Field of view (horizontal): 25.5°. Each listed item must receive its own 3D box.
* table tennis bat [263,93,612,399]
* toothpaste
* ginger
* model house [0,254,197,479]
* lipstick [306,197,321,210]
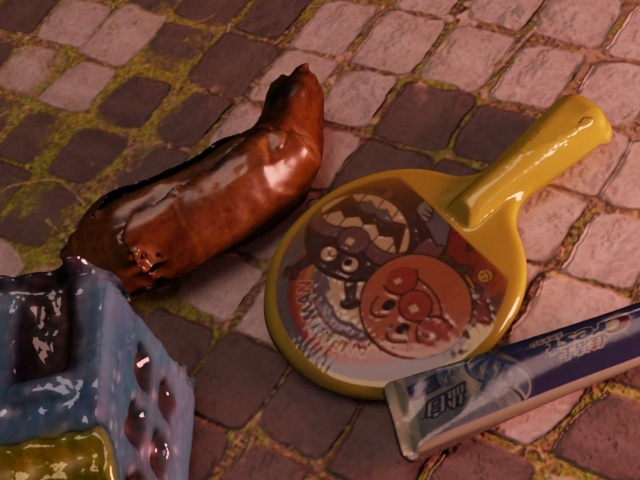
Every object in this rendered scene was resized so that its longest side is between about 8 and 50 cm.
[{"bbox_3d":[0.114,-0.006,1.252,0.368,0.054,0.224,-38,57,-11],"label":"table tennis bat"},{"bbox_3d":[0.182,0.102,1.138,0.268,0.047,0.069,-22,82,7],"label":"toothpaste"},{"bbox_3d":[-0.109,-0.039,1.341,0.309,0.107,0.133,-31,24,-4],"label":"ginger"},{"bbox_3d":[-0.237,0.205,1.121,0.237,0.215,0.303,-13,53,11],"label":"model house"},{"bbox_3d":[0.000,0.000,1.317,0.019,0.019,0.094,-16,48,9],"label":"lipstick"}]
